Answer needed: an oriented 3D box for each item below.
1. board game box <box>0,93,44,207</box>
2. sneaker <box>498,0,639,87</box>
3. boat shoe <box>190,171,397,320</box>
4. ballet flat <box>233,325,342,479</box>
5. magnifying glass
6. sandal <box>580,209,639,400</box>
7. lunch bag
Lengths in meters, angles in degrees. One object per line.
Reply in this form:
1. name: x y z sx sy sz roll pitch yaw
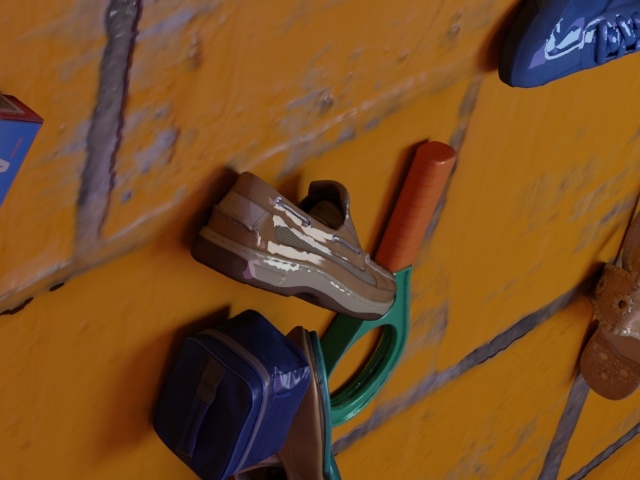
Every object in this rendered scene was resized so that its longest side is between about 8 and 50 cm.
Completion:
1. board game box: -0.236 0.056 0.871 0.145 0.027 0.281 2 122 -57
2. sneaker: 0.206 -0.153 1.271 0.209 0.082 0.069 -36 151 -28
3. boat shoe: 0.000 0.000 1.149 0.190 0.068 0.072 18 96 -62
4. ballet flat: -0.024 0.138 1.270 0.073 0.080 0.232 -11 144 -2
5. magnifying glass: 0.042 0.034 1.300 0.092 0.026 0.231 -22 140 -46
6. sandal: 0.261 0.065 1.622 0.079 0.088 0.240 -38 156 -39
7. lunch bag: -0.059 0.098 1.166 0.065 0.067 0.098 -21 141 -46
